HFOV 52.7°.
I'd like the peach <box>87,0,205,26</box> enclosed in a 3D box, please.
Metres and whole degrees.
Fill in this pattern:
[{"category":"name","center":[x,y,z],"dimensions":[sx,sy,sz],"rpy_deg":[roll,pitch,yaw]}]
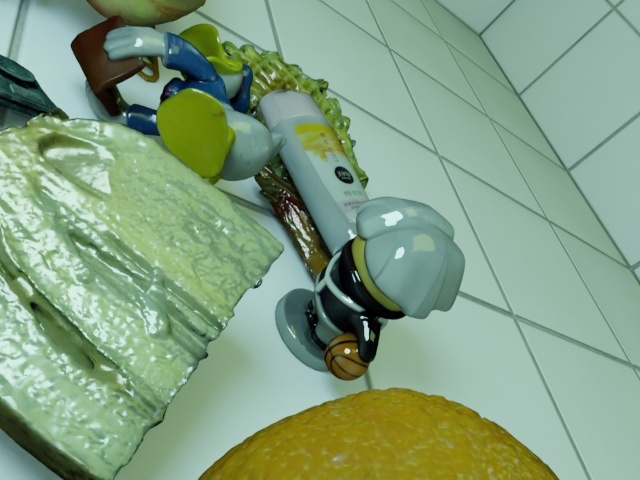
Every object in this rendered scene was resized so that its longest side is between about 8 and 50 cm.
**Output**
[{"category":"peach","center":[-0.224,-0.403,0.858],"dimensions":[0.232,0.232,0.233],"rpy_deg":[32,33,-24]}]

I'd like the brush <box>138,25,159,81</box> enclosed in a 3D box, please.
[{"category":"brush","center":[-0.286,-0.355,1.059],"dimensions":[0.090,0.017,0.314],"rpy_deg":[20,40,-33]}]

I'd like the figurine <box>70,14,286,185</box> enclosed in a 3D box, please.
[{"category":"figurine","center":[-0.180,-0.173,0.844],"dimensions":[0.283,0.205,0.338],"rpy_deg":[27,30,-2]}]

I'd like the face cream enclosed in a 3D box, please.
[{"category":"face cream","center":[0.000,-0.099,0.927],"dimensions":[0.107,0.073,0.269],"rpy_deg":[1,54,-45]}]

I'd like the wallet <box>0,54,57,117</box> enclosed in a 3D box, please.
[{"category":"wallet","center":[-0.346,-0.179,0.720],"dimensions":[0.088,0.026,0.129],"rpy_deg":[52,9,10]}]

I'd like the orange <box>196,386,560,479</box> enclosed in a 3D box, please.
[{"category":"orange","center":[0.046,0.286,0.405],"dimensions":[0.322,0.322,0.357],"rpy_deg":[9,52,-46]}]

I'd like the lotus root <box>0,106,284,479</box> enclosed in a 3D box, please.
[{"category":"lotus root","center":[-0.216,0.038,0.556],"dimensions":[0.260,0.149,0.267],"rpy_deg":[38,49,-5]}]

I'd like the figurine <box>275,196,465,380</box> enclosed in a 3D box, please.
[{"category":"figurine","center":[0.061,0.059,0.775],"dimensions":[0.133,0.236,0.176],"rpy_deg":[24,36,-34]}]

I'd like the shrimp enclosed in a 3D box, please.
[{"category":"shrimp","center":[0.001,-0.001,0.950],"dimensions":[0.294,0.062,0.154],"rpy_deg":[45,36,-5]}]

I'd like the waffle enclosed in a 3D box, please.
[{"category":"waffle","center":[-0.050,-0.210,1.125],"dimensions":[0.297,0.073,0.317],"rpy_deg":[9,49,-48]}]
